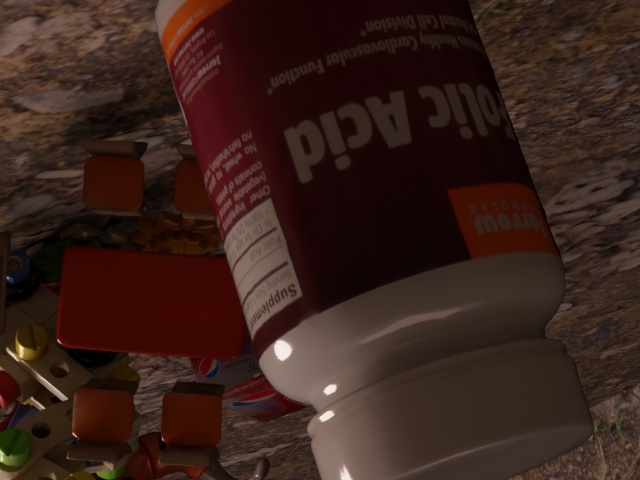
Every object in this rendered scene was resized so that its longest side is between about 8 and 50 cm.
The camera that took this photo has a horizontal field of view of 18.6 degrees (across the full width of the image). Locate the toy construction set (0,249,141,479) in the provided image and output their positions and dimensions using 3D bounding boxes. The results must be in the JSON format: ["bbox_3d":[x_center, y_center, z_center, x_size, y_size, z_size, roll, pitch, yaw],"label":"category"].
[{"bbox_3d":[-0.287,0.123,1.724,0.215,0.327,0.151,-42,173,-31],"label":"toy construction set"}]

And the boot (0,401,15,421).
[{"bbox_3d":[-0.355,0.162,1.847,0.165,0.077,0.213,-4,-163,-41],"label":"boot"}]

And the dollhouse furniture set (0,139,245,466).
[{"bbox_3d":[-0.187,0.046,1.572,0.259,0.262,0.135,3,180,2],"label":"dollhouse furniture set"}]

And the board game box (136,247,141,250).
[{"bbox_3d":[-0.219,0.030,1.918,0.168,0.033,0.133,-20,149,25],"label":"board game box"}]

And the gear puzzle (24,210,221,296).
[{"bbox_3d":[-0.218,0.051,1.872,0.339,0.044,0.175,-25,146,33],"label":"gear puzzle"}]

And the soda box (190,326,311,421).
[{"bbox_3d":[-0.081,0.155,2.393,0.083,0.092,0.263,-20,165,10],"label":"soda box"}]

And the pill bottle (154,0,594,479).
[{"bbox_3d":[0.040,-0.020,1.374,0.224,0.392,0.224,-17,165,-5],"label":"pill bottle"}]

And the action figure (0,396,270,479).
[{"bbox_3d":[-0.263,0.285,2.103,0.330,0.341,0.179,18,132,14],"label":"action figure"}]

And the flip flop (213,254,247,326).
[{"bbox_3d":[-0.093,0.068,2.107,0.277,0.080,0.112,-8,161,-33],"label":"flip flop"}]
